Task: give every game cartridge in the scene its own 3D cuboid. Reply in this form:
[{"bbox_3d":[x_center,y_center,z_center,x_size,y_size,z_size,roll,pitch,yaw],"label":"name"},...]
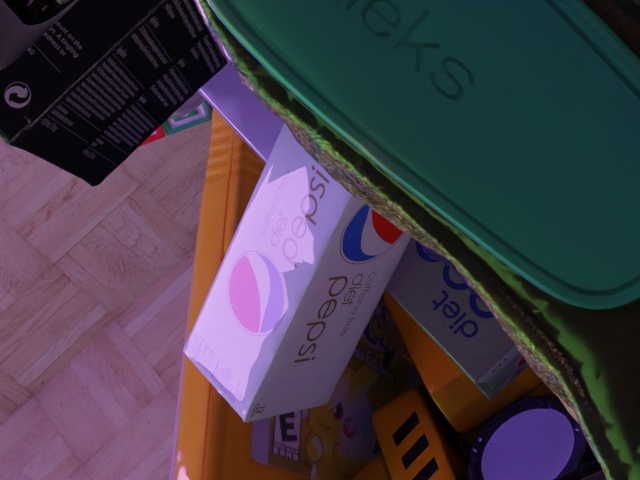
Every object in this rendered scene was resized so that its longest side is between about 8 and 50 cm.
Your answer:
[{"bbox_3d":[0.006,0.080,1.369,0.053,0.323,0.285,-9,156,37],"label":"game cartridge"}]

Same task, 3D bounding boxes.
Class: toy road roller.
[{"bbox_3d":[0.106,0.181,1.310,0.202,0.241,0.329,49,-167,-37],"label":"toy road roller"}]

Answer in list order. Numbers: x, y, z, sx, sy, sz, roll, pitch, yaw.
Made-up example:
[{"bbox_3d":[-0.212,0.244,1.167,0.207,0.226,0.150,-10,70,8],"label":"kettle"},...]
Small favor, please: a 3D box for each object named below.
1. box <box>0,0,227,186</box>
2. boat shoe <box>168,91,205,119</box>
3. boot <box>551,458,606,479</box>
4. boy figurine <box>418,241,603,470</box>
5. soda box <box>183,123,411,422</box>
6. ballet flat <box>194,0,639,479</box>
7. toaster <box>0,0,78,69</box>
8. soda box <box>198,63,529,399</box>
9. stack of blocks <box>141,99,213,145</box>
[{"bbox_3d":[-0.097,-0.132,0.887,0.103,0.184,0.261,50,179,2],"label":"box"},{"bbox_3d":[-0.093,-0.158,1.156,0.088,0.096,0.267,43,153,25],"label":"boat shoe"},{"bbox_3d":[0.181,0.232,1.015,0.338,0.118,0.222,19,-147,-58],"label":"boot"},{"bbox_3d":[0.147,0.084,0.858,0.285,0.092,0.177,61,172,-34],"label":"boy figurine"},{"bbox_3d":[0.000,0.000,1.017,0.074,0.216,0.069,-6,-138,-44],"label":"soda box"},{"bbox_3d":[0.106,0.008,0.469,0.348,0.123,0.123,47,179,0],"label":"ballet flat"},{"bbox_3d":[-0.128,-0.188,0.659,0.185,0.168,0.110,46,176,6],"label":"toaster"},{"bbox_3d":[0.042,-0.037,1.108,0.286,0.098,0.091,47,-179,17],"label":"soda box"},{"bbox_3d":[-0.163,-0.201,1.583,0.297,0.087,0.171,-97,-13,-75],"label":"stack of blocks"}]
